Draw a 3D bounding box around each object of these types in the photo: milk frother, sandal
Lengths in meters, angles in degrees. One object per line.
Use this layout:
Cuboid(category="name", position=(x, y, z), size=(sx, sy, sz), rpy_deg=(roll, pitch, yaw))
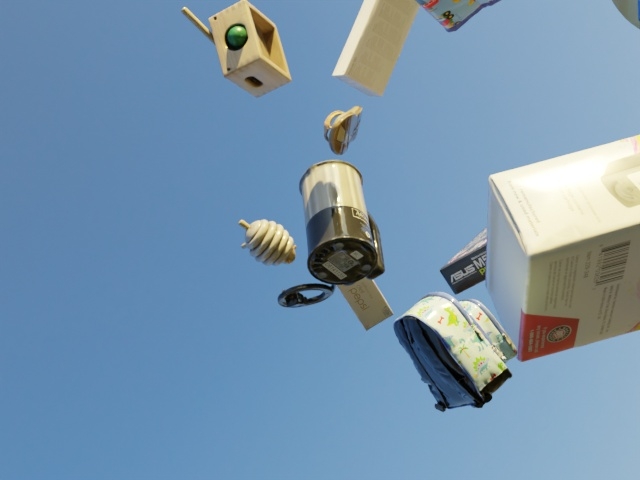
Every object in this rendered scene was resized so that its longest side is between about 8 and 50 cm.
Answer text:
Cuboid(category="milk frother", position=(0.000, 0.000, 0.983), size=(0.129, 0.143, 0.135), rpy_deg=(59, -163, -45))
Cuboid(category="sandal", position=(0.032, -0.186, 1.294), size=(0.180, 0.049, 0.072), rpy_deg=(-57, -16, -68))

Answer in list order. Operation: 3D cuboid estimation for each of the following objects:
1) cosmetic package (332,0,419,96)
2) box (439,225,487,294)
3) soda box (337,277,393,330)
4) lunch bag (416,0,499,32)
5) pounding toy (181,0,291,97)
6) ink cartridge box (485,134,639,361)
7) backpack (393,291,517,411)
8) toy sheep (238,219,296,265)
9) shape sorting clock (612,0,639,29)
Cuboid(category="cosmetic package", position=(0.118, -0.417, 1.581), size=(0.098, 0.060, 0.239), rpy_deg=(24, -92, -29))
Cuboid(category="box", position=(0.375, -0.011, 1.526), size=(0.060, 0.216, 0.270), rpy_deg=(56, -140, 0))
Cuboid(category="soda box", position=(0.064, 0.074, 1.579), size=(0.069, 0.074, 0.216), rpy_deg=(-31, -61, 2))
Cuboid(category="lunch bag", position=(0.153, -0.487, 1.136), size=(0.221, 0.138, 0.293), rpy_deg=(15, -126, -56))
Cuboid(category="pounding toy", position=(-0.135, -0.317, 1.286), size=(0.141, 0.100, 0.130), rpy_deg=(19, -128, -64))
Cuboid(category="ink cartridge box", position=(0.354, 0.000, 0.913), size=(0.306, 0.131, 0.226), rpy_deg=(-16, -40, -3))
Cuboid(category="backpack", position=(0.137, 0.108, 0.822), size=(0.084, 0.105, 0.114), rpy_deg=(-38, -90, -24))
Cuboid(category="toy sheep", position=(-0.101, 0.004, 1.489), size=(0.132, 0.091, 0.091), rpy_deg=(31, -100, -20))
Cuboid(category="shape sorting clock", position=(0.271, -0.229, 0.512), size=(0.040, 0.206, 0.206), rpy_deg=(11, -83, -28))
